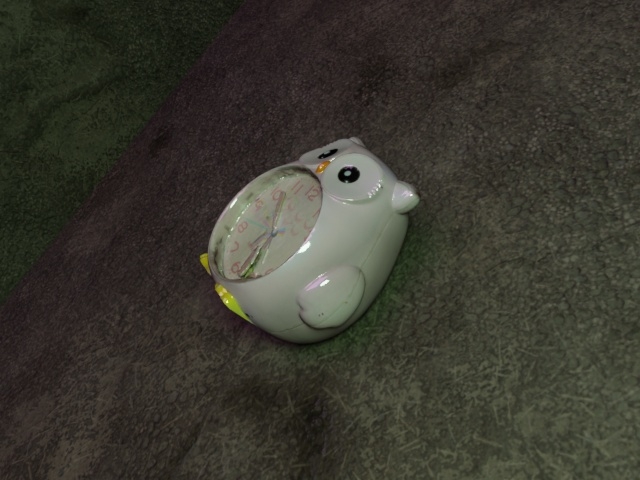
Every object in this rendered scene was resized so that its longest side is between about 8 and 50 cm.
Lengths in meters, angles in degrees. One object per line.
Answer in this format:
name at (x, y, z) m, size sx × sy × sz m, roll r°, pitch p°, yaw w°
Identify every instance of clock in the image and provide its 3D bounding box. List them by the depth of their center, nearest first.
clock at (0.000, 0.000, 1.278) m, size 0.376 × 0.250 × 0.368 m, roll -43°, pitch 39°, yaw 4°
